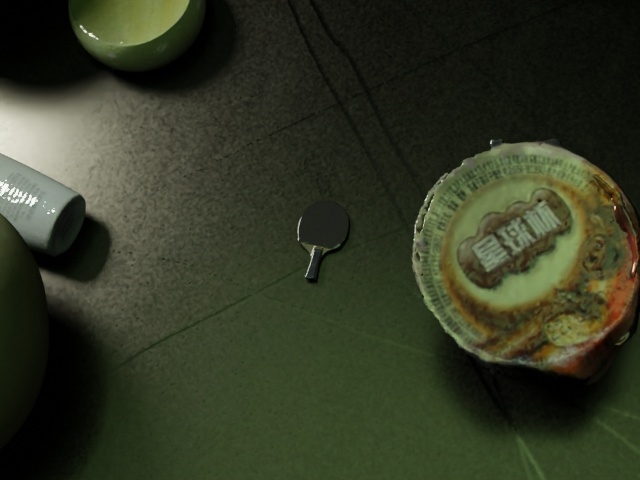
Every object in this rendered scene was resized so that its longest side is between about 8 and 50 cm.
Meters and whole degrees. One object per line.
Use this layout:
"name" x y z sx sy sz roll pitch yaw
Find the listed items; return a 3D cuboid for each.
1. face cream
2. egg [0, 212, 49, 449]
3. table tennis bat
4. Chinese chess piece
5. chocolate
"face cream" -0.334 -0.048 1.330 0.198 0.057 0.084 23 73 18
"egg" -0.354 0.084 1.195 0.219 0.219 0.269 -9 63 5
"table tennis bat" 0.000 0.000 1.287 0.050 0.007 0.083 10 69 12
"Chinese chess piece" -0.190 -0.245 1.384 0.144 0.058 0.144 -3 67 6
"chocolate" 0.183 0.031 1.171 0.221 0.147 0.221 -1 73 4
